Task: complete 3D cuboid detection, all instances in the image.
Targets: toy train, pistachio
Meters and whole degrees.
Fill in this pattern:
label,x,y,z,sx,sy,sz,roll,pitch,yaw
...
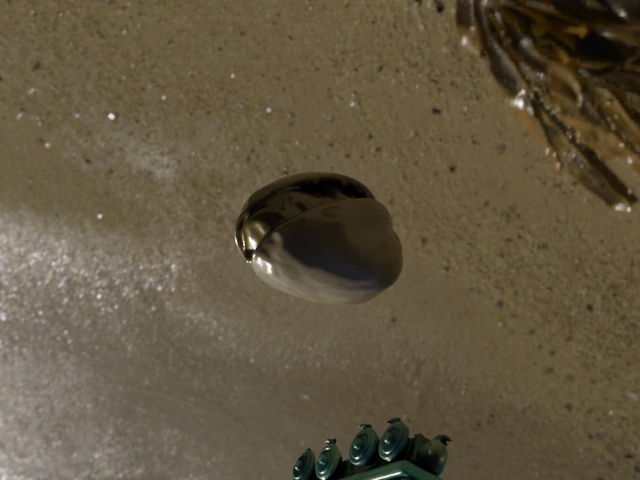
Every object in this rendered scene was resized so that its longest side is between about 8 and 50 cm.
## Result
label,x,y,z,sx,sy,sz,roll,pitch,yaw
toy train,0.015,0.097,0.356,0.029,0.045,0.092,31,145,-20
pistachio,0.000,0.000,0.721,0.149,0.113,0.113,11,152,-39
